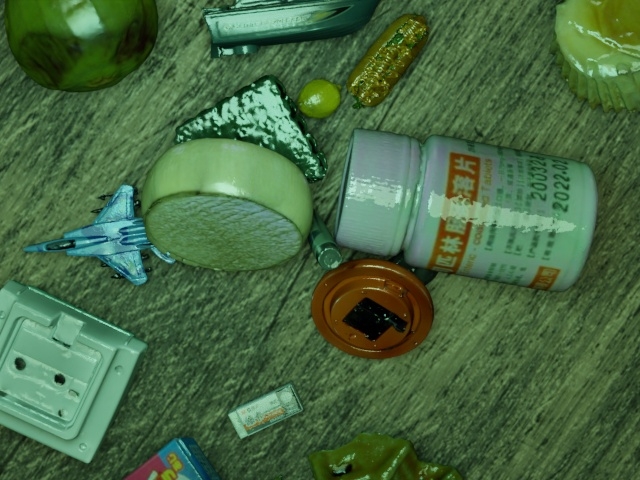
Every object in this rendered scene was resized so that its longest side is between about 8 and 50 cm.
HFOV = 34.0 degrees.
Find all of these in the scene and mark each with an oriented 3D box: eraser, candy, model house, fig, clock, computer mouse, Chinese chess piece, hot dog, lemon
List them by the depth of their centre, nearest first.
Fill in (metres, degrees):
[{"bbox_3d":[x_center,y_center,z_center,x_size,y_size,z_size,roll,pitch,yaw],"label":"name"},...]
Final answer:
[{"bbox_3d":[-0.379,-0.369,1.631,0.239,0.239,0.271,-18,78,1],"label":"fig"},{"bbox_3d":[-0.146,-0.050,1.644,0.270,0.270,0.112,7,63,-2],"label":"Chinese chess piece"},{"bbox_3d":[0.110,-0.296,1.730,0.072,0.055,0.188,37,93,-6],"label":"hot dog"},{"bbox_3d":[0.085,0.117,1.730,0.205,0.051,0.205,5,126,7],"label":"clock"},{"bbox_3d":[0.001,-0.235,1.730,0.092,0.065,0.065,-30,97,-33],"label":"lemon"},{"bbox_3d":[-0.454,0.223,1.743,0.262,0.116,0.231,26,95,-2],"label":"clock"},{"bbox_3d":[0.131,0.447,1.744,0.239,0.173,0.268,-23,98,2],"label":"model house"},{"bbox_3d":[-0.302,0.482,1.758,0.306,0.100,0.157,-38,76,2],"label":"candy"},{"bbox_3d":[0.150,0.053,1.770,0.135,0.047,0.079,-42,96,1],"label":"computer mouse"},{"bbox_3d":[-0.093,0.291,1.797,0.122,0.029,0.052,-26,95,2],"label":"eraser"}]

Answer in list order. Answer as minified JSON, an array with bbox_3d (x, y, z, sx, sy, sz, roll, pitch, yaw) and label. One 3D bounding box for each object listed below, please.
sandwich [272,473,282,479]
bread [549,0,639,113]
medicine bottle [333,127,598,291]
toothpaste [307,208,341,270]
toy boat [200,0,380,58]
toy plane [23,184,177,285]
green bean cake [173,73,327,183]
[{"bbox_3d":[-0.078,0.525,1.776,0.144,0.117,0.187,-32,94,5],"label":"sandwich"},{"bbox_3d":[0.564,-0.343,1.687,0.388,0.183,0.236,-14,80,7],"label":"bread"},{"bbox_3d":[0.225,-0.054,1.673,0.388,0.219,0.219,11,95,-2],"label":"medicine bottle"},{"bbox_3d":[0.000,0.000,1.664,0.039,0.239,0.062,-1,104,-7],"label":"toothpaste"},{"bbox_3d":[-0.044,-0.377,1.689,0.296,0.114,0.122,-10,104,0],"label":"toy boat"},{"bbox_3d":[-0.368,-0.001,1.743,0.246,0.078,0.169,-8,96,6],"label":"toy plane"},{"bbox_3d":[-0.113,-0.146,1.716,0.208,0.107,0.193,-28,98,3],"label":"green bean cake"}]
